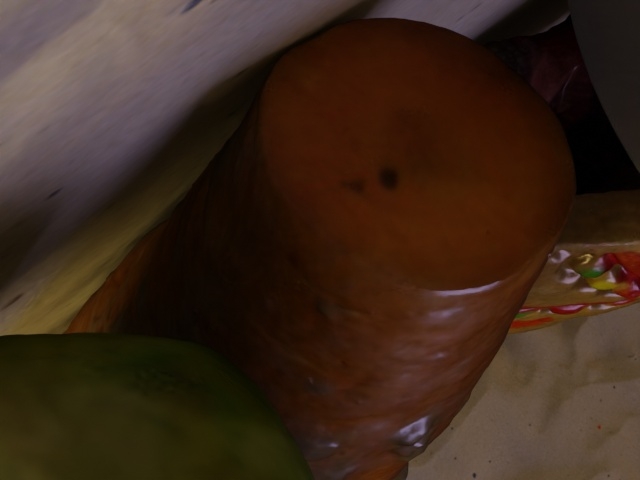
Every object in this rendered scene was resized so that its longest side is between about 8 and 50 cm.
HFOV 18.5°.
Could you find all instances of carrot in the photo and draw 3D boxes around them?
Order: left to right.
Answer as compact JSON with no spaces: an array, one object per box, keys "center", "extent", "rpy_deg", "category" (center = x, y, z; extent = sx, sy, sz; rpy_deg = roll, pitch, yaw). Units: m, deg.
[{"center":[-0.025,0.046,0.667],"extent":[0.138,0.139,0.302],"rpy_deg":[-34,166,-31],"category":"carrot"}]

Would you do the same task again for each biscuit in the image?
[{"center":[0.082,0.016,0.857],"extent":[0.238,0.041,0.212],"rpy_deg":[-13,164,42],"category":"biscuit"}]

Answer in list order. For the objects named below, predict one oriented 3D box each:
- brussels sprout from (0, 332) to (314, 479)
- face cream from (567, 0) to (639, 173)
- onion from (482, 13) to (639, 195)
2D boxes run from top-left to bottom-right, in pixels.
[{"center":[-0.097,0.106,0.524],"extent":[0.223,0.161,0.223],"rpy_deg":[-27,-171,4],"category":"brussels sprout"},{"center":[0.212,-0.085,0.589],"extent":[0.179,0.218,0.218],"rpy_deg":[-37,174,-22],"category":"face cream"},{"center":[0.156,-0.073,0.841],"extent":[0.218,0.140,0.195],"rpy_deg":[7,172,-16],"category":"onion"}]
